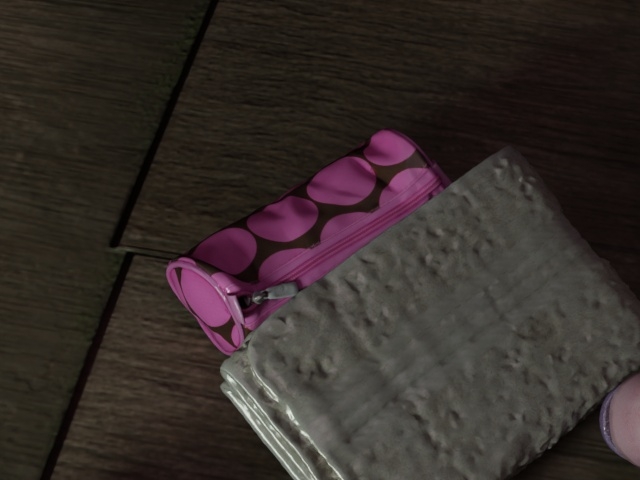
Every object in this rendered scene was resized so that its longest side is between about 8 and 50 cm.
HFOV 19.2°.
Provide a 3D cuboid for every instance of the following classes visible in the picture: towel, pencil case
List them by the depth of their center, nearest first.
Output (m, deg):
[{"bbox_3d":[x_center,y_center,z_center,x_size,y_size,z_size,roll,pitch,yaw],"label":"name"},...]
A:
[{"bbox_3d":[0.084,0.077,1.262,0.282,0.049,0.187,-34,82,-25],"label":"towel"},{"bbox_3d":[0.000,0.000,1.332,0.209,0.098,0.095,-35,95,-23],"label":"pencil case"}]

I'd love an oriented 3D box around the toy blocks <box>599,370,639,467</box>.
[{"bbox_3d":[0.355,0.067,1.219,0.309,0.260,0.289,25,82,-9],"label":"toy blocks"}]
